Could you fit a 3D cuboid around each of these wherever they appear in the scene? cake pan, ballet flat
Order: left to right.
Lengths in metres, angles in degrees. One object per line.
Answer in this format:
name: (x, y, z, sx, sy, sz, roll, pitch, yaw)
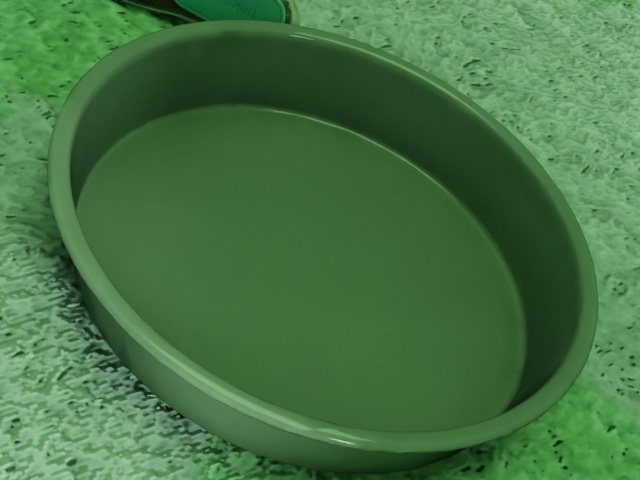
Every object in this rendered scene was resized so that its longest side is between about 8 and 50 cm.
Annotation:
ballet flat: (-0.089, -0.162, 0.870, 0.168, 0.057, 0.052, 30, 14, -1)
cake pan: (0.000, 0.000, 0.740, 0.293, 0.054, 0.293, 14, 44, -14)
